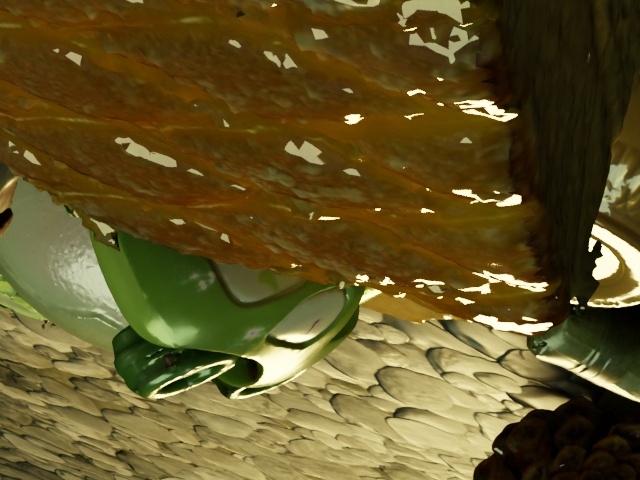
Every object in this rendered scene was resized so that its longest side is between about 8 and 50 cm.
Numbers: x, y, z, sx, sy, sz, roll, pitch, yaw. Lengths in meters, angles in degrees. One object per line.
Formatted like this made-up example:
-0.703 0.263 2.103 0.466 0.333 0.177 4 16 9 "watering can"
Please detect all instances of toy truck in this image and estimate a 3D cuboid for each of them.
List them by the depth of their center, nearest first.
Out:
-0.017 -0.008 0.900 0.210 0.148 0.187 -24 167 4 "toy truck"

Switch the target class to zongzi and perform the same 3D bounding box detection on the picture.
0.194 0.051 1.076 0.154 0.062 0.130 26 -157 -16 "zongzi"

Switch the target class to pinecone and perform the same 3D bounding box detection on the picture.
0.206 0.223 1.389 0.185 0.168 0.212 22 160 -7 "pinecone"

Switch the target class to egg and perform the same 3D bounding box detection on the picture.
-0.123 -0.021 1.075 0.217 0.183 0.183 16 161 -14 "egg"

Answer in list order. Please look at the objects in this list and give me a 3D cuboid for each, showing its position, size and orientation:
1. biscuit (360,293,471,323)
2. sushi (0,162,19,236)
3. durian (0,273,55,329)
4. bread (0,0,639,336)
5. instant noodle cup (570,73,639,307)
0.000 0.000 1.256 0.237 0.013 0.232 17 159 15 "biscuit"
-0.289 -0.116 0.864 0.329 0.285 0.328 6 155 39 "sushi"
-0.213 0.016 1.372 0.132 0.106 0.375 37 156 -30 "durian"
-0.011 -0.121 0.685 0.279 0.207 0.279 14 159 23 "bread"
0.140 -0.029 0.934 0.274 0.091 0.274 18 159 7 "instant noodle cup"
